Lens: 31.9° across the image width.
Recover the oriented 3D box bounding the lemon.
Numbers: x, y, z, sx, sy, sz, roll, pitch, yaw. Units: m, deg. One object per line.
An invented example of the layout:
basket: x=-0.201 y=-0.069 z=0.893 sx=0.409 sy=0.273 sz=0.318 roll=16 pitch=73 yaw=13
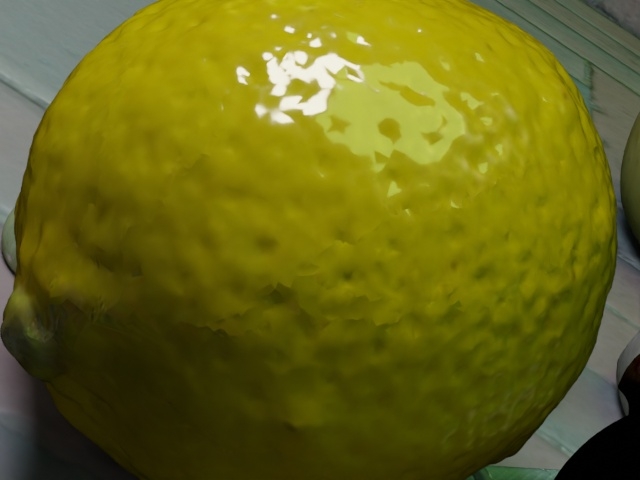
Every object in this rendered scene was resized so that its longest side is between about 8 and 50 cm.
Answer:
lemon: x=0.002 y=0.000 z=0.628 sx=0.336 sy=0.336 sz=0.336 roll=27 pitch=28 yaw=-15

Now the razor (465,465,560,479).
razor: x=0.145 y=0.171 z=0.795 sx=0.232 sy=0.068 sz=0.106 roll=13 pitch=34 yaw=-45

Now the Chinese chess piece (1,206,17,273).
Chinese chess piece: x=-0.168 y=0.003 z=0.739 sx=0.084 sy=0.034 sz=0.084 roll=27 pitch=28 yaw=-16

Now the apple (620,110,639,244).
apple: x=0.600 y=-0.087 z=1.343 sx=0.474 sy=0.473 sz=0.473 roll=27 pitch=28 yaw=-15

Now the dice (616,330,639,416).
dice: x=0.443 y=0.115 z=0.987 sx=0.251 sy=0.259 sz=0.243 roll=-9 pitch=55 yaw=-51

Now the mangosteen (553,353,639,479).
mangosteen: x=0.266 y=0.173 z=0.652 sx=0.275 sy=0.302 sz=0.275 roll=16 pitch=6 yaw=-2
